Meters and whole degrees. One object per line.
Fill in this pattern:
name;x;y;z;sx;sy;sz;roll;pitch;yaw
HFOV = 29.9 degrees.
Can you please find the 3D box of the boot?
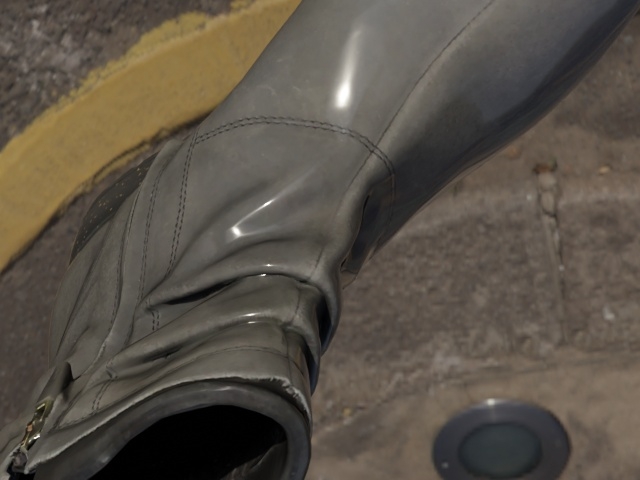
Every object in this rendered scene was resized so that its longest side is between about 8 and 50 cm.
boot;0.000;0.000;0.435;0.118;0.223;0.338;37;119;-15
